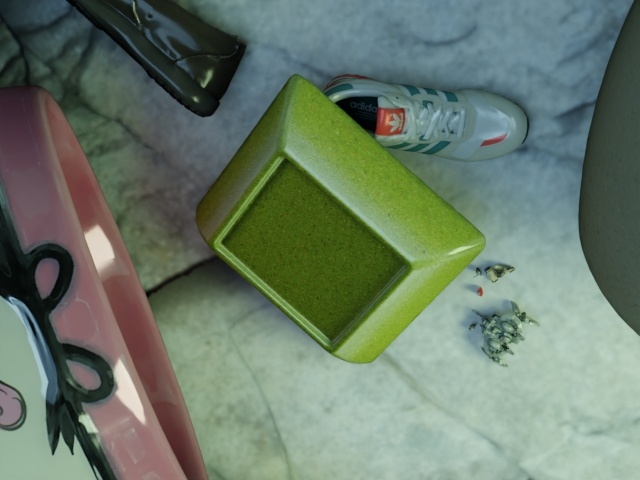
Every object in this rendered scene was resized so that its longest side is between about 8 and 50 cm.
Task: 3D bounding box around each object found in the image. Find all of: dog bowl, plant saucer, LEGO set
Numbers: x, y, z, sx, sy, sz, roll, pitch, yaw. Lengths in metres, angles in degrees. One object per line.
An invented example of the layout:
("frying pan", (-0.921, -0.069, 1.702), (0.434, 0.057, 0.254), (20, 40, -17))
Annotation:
("dog bowl", (-0.203, 0.069, 1.123), (0.150, 0.408, 0.407), (-21, 99, -3))
("plant saucer", (0.000, 0.000, 1.183), (0.188, 0.045, 0.188), (41, 136, 1))
("LEGO set", (0.137, 0.061, 1.215), (0.054, 0.023, 0.083), (-23, 98, 19))

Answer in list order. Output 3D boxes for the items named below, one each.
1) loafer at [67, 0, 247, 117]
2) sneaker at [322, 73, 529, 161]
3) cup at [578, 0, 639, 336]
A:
("loafer", (-0.144, -0.192, 1.202), (0.220, 0.080, 0.078), (44, 87, -10))
("sneaker", (0.071, -0.086, 1.165), (0.161, 0.075, 0.057), (11, 107, 12))
("cup", (0.301, -0.043, 1.018), (0.331, 0.331, 0.237), (42, 135, 1))
